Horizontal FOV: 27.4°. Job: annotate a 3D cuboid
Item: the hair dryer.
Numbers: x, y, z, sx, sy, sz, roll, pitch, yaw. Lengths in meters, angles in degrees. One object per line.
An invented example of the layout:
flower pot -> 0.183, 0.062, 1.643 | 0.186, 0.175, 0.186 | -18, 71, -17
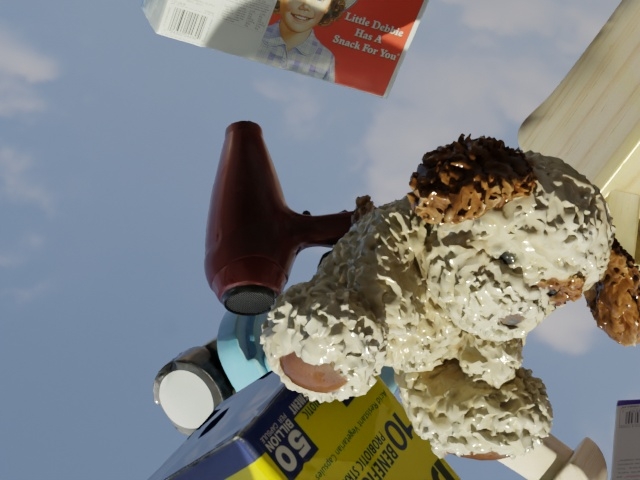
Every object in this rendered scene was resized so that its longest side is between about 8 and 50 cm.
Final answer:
hair dryer -> 0.000, 0.000, 1.210 | 0.223, 0.080, 0.293 | -36, -111, -27

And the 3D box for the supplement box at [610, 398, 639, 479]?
supplement box -> 0.431, 0.313, 1.659 | 0.111, 0.114, 0.220 | -6, -147, 21

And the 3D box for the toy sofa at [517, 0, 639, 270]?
toy sofa -> 0.346, -0.144, 1.153 | 0.150, 0.363, 0.177 | 8, -140, -32

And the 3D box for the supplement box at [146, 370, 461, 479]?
supplement box -> 0.025, 0.298, 1.194 | 0.356, 0.195, 0.194 | 51, -143, -4

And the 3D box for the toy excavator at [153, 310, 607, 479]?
toy excavator -> 0.076, 0.226, 1.648 | 0.433, 0.445, 0.222 | 60, -148, -1

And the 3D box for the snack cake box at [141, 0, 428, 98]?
snack cake box -> -0.030, -0.256, 1.330 | 0.264, 0.152, 0.089 | 14, -159, -25

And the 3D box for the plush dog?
plush dog -> 0.110, 0.018, 0.954 | 0.262, 0.225, 0.211 | 30, -135, -35
